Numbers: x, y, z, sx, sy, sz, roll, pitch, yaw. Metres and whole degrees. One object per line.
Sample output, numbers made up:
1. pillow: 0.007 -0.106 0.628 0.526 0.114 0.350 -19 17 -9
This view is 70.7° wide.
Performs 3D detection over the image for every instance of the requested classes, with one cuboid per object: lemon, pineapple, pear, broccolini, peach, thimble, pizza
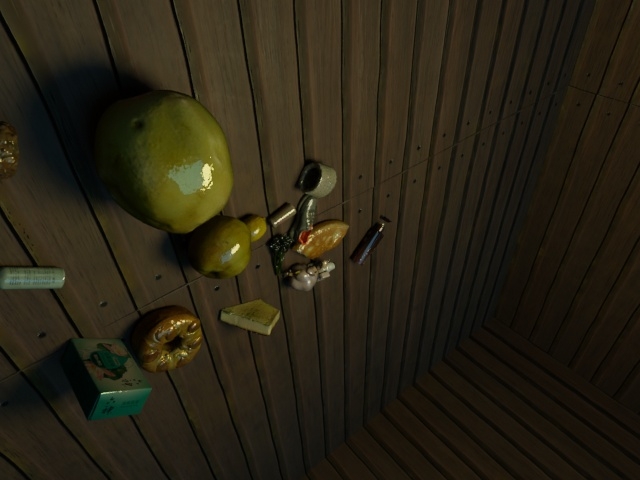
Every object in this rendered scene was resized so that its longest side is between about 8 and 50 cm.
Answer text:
1. lemon: -0.219 -0.039 1.468 0.111 0.082 0.082 -37 141 -29
2. pineapple: -0.703 -0.183 0.826 0.248 0.128 0.128 6 115 -43
3. pear: -0.299 0.023 1.348 0.200 0.200 0.199 -27 136 -29
4. broccolini: -0.153 0.054 1.656 0.201 0.074 0.058 107 -5 -50
5. peach: -0.349 -0.179 1.046 0.281 0.314 0.315 -41 103 -36
6. thimble: -0.008 -0.205 1.538 0.115 0.102 0.090 -38 152 32
7. pizza: 0.002 -0.006 1.746 0.271 0.056 0.134 -34 137 -24

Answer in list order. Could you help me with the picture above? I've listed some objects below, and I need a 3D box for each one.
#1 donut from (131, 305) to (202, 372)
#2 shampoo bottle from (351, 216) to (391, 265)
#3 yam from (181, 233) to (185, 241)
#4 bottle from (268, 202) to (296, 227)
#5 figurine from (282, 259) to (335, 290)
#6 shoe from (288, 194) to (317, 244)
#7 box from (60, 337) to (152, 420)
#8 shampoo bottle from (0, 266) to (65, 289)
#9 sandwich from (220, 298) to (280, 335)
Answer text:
1. donut: -0.489 0.317 1.450 0.227 0.114 0.226 -27 137 -29
2. shampoo bottle: 0.224 0.000 1.968 0.067 0.068 0.236 28 98 -50
3. yam: -0.404 -0.042 1.331 0.014 0.014 0.107 -17 131 -37
4. bottle: -0.133 -0.085 1.552 0.096 0.045 0.045 -37 140 -15
5. figurine: -0.043 0.135 1.768 0.229 0.137 0.111 -19 89 -30
6. shoe: -0.048 -0.072 1.622 0.074 0.077 0.194 3 117 -47
7. box: -0.606 0.381 1.273 0.153 0.245 0.092 16 105 -52
8. shampoo bottle: -0.722 0.089 1.074 0.195 0.056 0.056 7 114 -47
9. sandwich: -0.253 0.269 1.679 0.162 0.193 0.058 -59 164 -65
